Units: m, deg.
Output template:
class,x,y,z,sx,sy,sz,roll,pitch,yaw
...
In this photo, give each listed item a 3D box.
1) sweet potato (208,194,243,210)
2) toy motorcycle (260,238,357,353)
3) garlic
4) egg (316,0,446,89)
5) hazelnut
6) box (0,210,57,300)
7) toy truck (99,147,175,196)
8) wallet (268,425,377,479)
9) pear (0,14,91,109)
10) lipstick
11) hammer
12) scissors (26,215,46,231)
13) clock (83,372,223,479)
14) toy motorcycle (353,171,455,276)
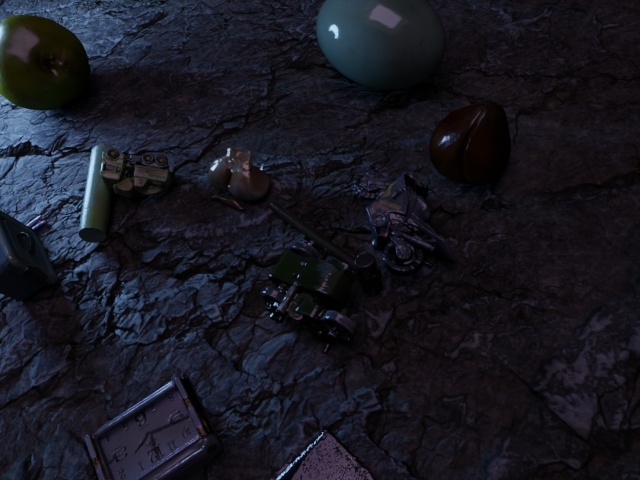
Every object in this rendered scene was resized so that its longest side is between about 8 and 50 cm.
class,x,y,z,sx,sy,sz,roll,pitch,yaw
sweet potato,-0.245,-0.105,1.489,0.115,0.026,0.026,22,65,27
toy motorcycle,-0.009,0.113,1.244,0.275,0.127,0.205,19,62,30
garlic,-0.214,-0.170,1.490,0.175,0.099,0.123,14,81,25
egg,0.158,-0.560,1.540,0.389,0.276,0.276,32,69,30
hazelnut,0.359,-0.237,1.333,0.209,0.208,0.208,-6,57,9
box,-0.786,0.037,1.440,0.130,0.162,0.227,-39,58,-1
toy truck,-0.496,-0.173,1.526,0.191,0.085,0.116,7,67,-8
wallet,0.019,0.507,1.018,0.221,0.071,0.262,-39,61,-19
pear,-0.909,-0.557,1.788,0.376,0.287,0.287,18,62,40
lipstick,-0.611,-0.138,1.560,0.076,0.076,0.304,-11,55,6
hammer,0.000,0.000,1.333,0.043,0.111,0.365,-42,53,-17
scissors,-0.815,-0.025,1.568,0.113,0.012,0.039,-42,58,-15
clock,-0.334,0.408,1.141,0.253,0.083,0.186,-32,57,-8
toy motorcycle,0.191,-0.055,1.314,0.174,0.108,0.307,-16,58,-5
